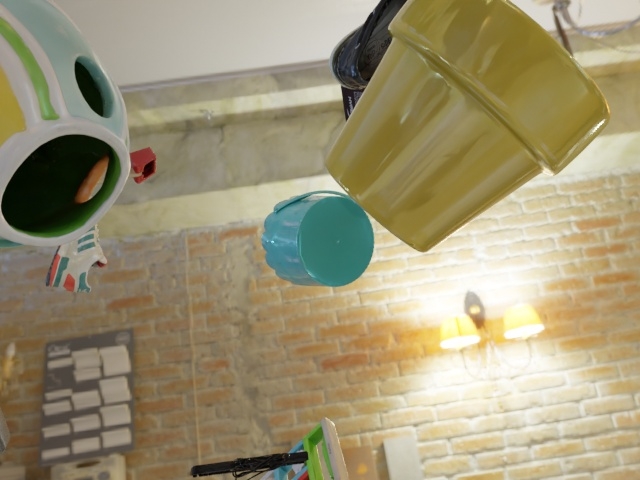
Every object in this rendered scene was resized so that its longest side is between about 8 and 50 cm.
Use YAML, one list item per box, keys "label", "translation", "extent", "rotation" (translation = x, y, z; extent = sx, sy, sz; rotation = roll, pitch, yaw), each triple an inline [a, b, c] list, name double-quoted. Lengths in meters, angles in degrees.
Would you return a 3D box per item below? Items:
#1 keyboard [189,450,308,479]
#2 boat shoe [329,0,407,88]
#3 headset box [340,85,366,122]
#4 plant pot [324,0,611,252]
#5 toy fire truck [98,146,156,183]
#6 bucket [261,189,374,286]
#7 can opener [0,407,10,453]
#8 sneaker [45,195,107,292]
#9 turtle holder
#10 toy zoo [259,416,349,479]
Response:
- label: "keyboard"
  translation: [-0.115, 0.376, 0.977]
  extent: [0.192, 0.038, 0.100]
  rotation: [-4, -27, -11]
- label: "boat shoe"
  translation: [0.161, -0.376, 0.984]
  extent: [0.340, 0.113, 0.127]
  rotation: [-37, -67, 4]
- label: "headset box"
  translation: [0.220, -0.312, 1.228]
  extent: [0.293, 0.218, 0.110]
  rotation: [12, -43, 26]
- label: "plant pot"
  translation: [0.142, -0.124, 0.680]
  extent: [0.239, 0.254, 0.254]
  rotation: [-49, -33, 13]
- label: "toy fire truck"
  translation: [-0.389, -0.133, 1.003]
  extent: [0.192, 0.135, 0.047]
  rotation: [-30, -20, -30]
- label: "bucket"
  translation: [0.000, 0.000, 1.631]
  extent: [0.281, 0.281, 0.183]
  rotation: [4, -1, -30]
- label: "can opener"
  translation: [-0.549, 0.258, 0.971]
  extent: [0.074, 0.093, 0.280]
  rotation: [12, -47, -6]
- label: "sneaker"
  translation: [-0.367, 0.009, 0.942]
  extent: [0.075, 0.161, 0.057]
  rotation: [23, -32, -21]
- label: "turtle holder"
  translation: [-0.292, -0.120, 0.486]
  extent: [0.243, 0.227, 0.320]
  rotation: [-47, -17, -21]
- label: "toy zoo"
  translation: [-0.069, 0.504, 1.174]
  extent: [0.030, 0.192, 0.293]
  rotation: [42, -82, -19]
